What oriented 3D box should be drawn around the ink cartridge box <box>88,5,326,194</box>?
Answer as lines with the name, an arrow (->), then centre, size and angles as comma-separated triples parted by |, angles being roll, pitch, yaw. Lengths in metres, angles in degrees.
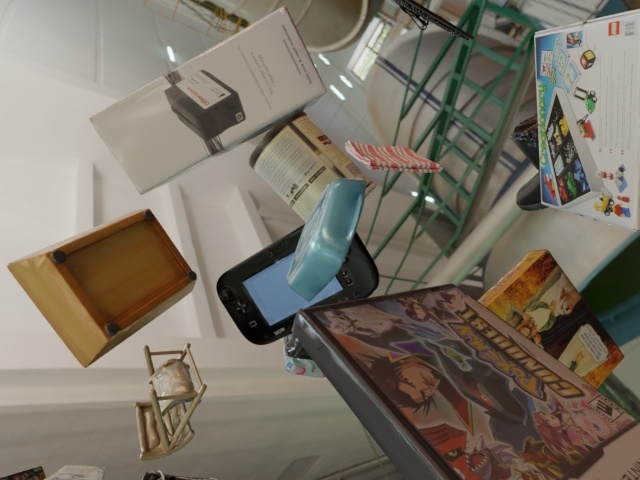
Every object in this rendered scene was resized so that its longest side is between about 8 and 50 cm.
ink cartridge box -> -0.160, -0.211, 0.674 | 0.129, 0.307, 0.223 | 61, -177, -16

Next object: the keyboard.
keyboard -> 0.208, -0.437, 0.833 | 0.192, 0.038, 0.100 | 13, -146, -29

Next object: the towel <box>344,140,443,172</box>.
towel -> 0.170, -0.195, 0.981 | 0.197, 0.029, 0.144 | -2, -151, -22

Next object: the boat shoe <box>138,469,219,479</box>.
boat shoe -> -0.377, 0.577, 0.953 | 0.301, 0.102, 0.108 | -10, -175, -3

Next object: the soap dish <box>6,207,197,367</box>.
soap dish -> -0.405, 0.072, 0.846 | 0.229, 0.118, 0.291 | 58, -147, -7

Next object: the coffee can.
coffee can -> -0.021, -0.168, 1.094 | 0.275, 0.201, 0.201 | 46, -152, 1

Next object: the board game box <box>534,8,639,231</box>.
board game box -> 0.431, -0.184, 0.664 | 0.053, 0.305, 0.193 | -18, -158, -9

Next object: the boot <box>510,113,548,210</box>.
boot -> 0.499, -0.180, 0.951 | 0.207, 0.246, 0.094 | 44, -110, -11

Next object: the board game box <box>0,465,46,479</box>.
board game box -> -0.606, 0.526, 0.807 | 0.136, 0.030, 0.260 | 60, 172, 16

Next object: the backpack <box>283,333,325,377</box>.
backpack -> 0.009, 0.214, 1.039 | 0.225, 0.191, 0.253 | 13, -160, -15

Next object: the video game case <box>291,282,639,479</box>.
video game case -> 0.146, 0.139, 0.391 | 0.248, 0.035, 0.275 | -3, -148, -37

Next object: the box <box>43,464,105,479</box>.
box -> -0.392, 0.486, 0.623 | 0.079, 0.322, 0.257 | 15, -118, -19

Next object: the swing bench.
swing bench -> -0.494, 0.509, 1.359 | 0.165, 0.255, 0.253 | 5, -162, -30

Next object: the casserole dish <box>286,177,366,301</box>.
casserole dish -> 0.000, 0.000, 0.465 | 0.037, 0.188, 0.114 | 21, -113, -6

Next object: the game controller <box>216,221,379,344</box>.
game controller -> -0.050, 0.079, 0.778 | 0.166, 0.319, 0.067 | 62, -154, 4

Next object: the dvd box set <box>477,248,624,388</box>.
dvd box set -> 0.422, 0.261, 0.899 | 0.307, 0.420, 0.062 | 54, 164, -1
